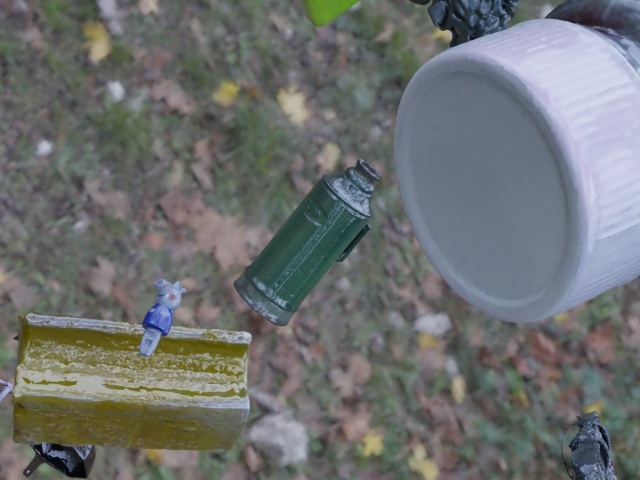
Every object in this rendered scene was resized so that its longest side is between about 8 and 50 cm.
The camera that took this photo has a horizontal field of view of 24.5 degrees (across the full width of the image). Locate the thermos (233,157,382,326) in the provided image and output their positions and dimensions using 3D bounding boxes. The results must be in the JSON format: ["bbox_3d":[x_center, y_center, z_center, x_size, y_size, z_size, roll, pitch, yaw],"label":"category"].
[{"bbox_3d":[-0.002,0.000,1.536,0.083,0.187,0.073,37,14,-11],"label":"thermos"}]

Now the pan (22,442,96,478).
[{"bbox_3d":[-0.380,0.271,2.056,0.048,0.202,0.128,-44,112,-34],"label":"pan"}]

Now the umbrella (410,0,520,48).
[{"bbox_3d":[0.158,-0.410,2.140,0.094,0.143,0.349,4,42,-55],"label":"umbrella"}]

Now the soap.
[{"bbox_3d":[-0.239,0.185,1.827,0.259,0.281,0.143,116,-25,-66],"label":"soap"}]

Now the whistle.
[{"bbox_3d":[-0.160,0.075,1.452,0.029,0.033,0.083,79,29,-63],"label":"whistle"}]

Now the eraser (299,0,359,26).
[{"bbox_3d":[0.022,-0.311,1.065,0.092,0.210,0.274,46,-12,32],"label":"eraser"}]

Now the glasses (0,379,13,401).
[{"bbox_3d":[-0.528,0.262,2.221,0.062,0.140,0.103,42,49,-40],"label":"glasses"}]

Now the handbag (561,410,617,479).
[{"bbox_3d":[0.290,0.276,1.542,0.270,0.089,0.175,-24,102,-79],"label":"handbag"}]

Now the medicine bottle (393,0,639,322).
[{"bbox_3d":[0.189,-0.068,0.834,0.273,0.165,0.165,-22,83,-30],"label":"medicine bottle"}]
